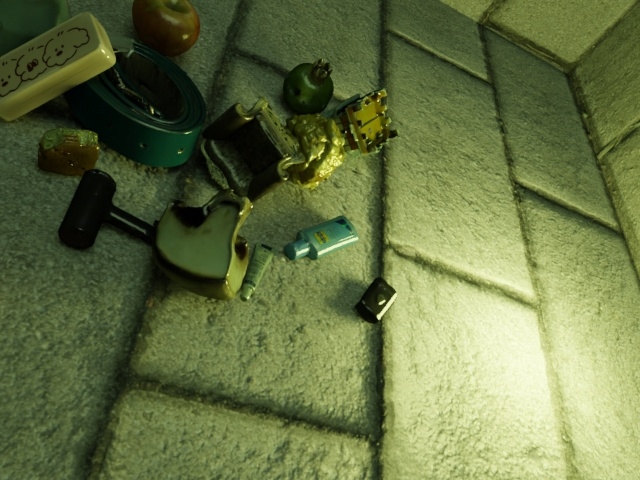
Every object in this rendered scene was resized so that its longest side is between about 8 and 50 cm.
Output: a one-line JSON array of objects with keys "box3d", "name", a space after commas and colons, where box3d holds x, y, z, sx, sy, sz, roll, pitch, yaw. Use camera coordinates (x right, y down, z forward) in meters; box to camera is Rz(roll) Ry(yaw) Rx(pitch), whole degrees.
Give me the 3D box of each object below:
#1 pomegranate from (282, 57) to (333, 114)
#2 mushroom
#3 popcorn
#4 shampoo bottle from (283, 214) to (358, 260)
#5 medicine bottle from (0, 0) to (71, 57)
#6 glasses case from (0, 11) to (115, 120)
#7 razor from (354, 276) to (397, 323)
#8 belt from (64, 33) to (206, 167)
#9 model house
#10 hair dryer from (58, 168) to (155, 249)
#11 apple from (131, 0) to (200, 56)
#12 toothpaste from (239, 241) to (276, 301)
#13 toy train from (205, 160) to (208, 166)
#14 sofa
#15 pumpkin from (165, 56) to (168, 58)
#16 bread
[{"box3d": [-0.030, -0.552, 1.993, 0.187, 0.225, 0.186, 10, 67, -24], "name": "pomegranate"}, {"box3d": [-0.300, 0.018, 1.442, 0.218, 0.212, 0.291, 3, 62, 7], "name": "mushroom"}, {"box3d": [-0.026, -0.286, 1.777, 0.225, 0.249, 0.249, -29, 75, -32], "name": "popcorn"}, {"box3d": [0.000, 0.000, 1.704, 0.259, 0.061, 0.103, -22, 71, -41], "name": "shampoo bottle"}, {"box3d": [-0.794, -0.619, 1.503, 0.245, 0.290, 0.244, 17, 49, -21], "name": "medicine bottle"}, {"box3d": [-0.697, -0.441, 1.438, 0.337, 0.076, 0.144, -28, 68, 2], "name": "glasses case"}, {"box3d": [0.166, 0.181, 1.677, 0.090, 0.054, 0.148, 42, 46, 2], "name": "razor"}, {"box3d": [-0.521, -0.401, 1.598, 0.436, 0.173, 0.300, 46, 44, 7], "name": "belt"}, {"box3d": [0.124, -0.401, 1.985, 0.224, 0.215, 0.198, -42, 116, -44], "name": "model house"}, {"box3d": [-0.499, -0.046, 1.409, 0.251, 0.089, 0.197, 26, 46, -23], "name": "hair dryer"}, {"box3d": [-0.504, -0.701, 1.834, 0.211, 0.173, 0.234, 6, 52, -33], "name": "apple"}, {"box3d": [-0.176, 0.084, 1.545, 0.062, 0.037, 0.216, 29, 42, -11], "name": "toothpaste"}, {"box3d": [-0.277, -0.284, 1.755, 0.044, 0.042, 0.209, 42, 45, 2], "name": "toy train"}, {"box3d": [-0.206, -0.255, 1.634, 0.258, 0.200, 0.182, 57, 42, -8], "name": "sofa"}, {"box3d": [-0.510, -0.566, 1.827, 0.073, 0.035, 0.101, -19, 66, -43], "name": "pumpkin"}, {"box3d": [-0.631, -0.226, 1.421, 0.140, 0.128, 0.069, 6, 50, -30], "name": "bread"}]
